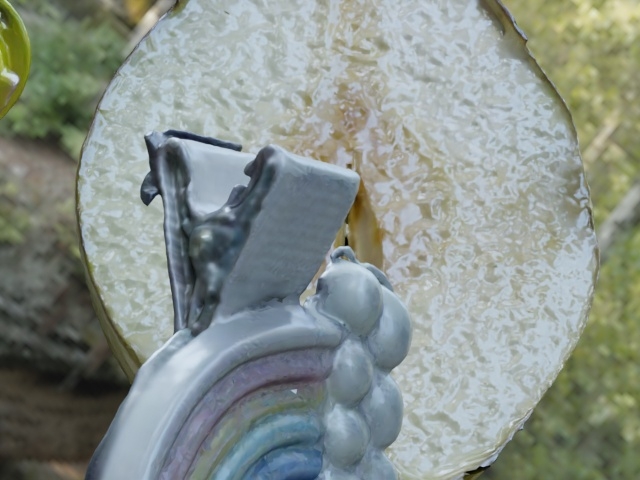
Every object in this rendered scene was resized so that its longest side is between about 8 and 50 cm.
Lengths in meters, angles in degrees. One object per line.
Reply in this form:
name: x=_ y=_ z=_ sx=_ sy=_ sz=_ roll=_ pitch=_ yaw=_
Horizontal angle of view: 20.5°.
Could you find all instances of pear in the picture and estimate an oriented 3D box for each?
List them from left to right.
pear: x=0.000 y=0.000 z=1.192 sx=0.340 sy=0.387 sz=0.191 roll=8 pitch=-22 yaw=-10

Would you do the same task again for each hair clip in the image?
hair clip: x=-0.027 y=0.078 z=0.530 sx=0.054 sy=0.220 sz=0.140 roll=2 pitch=-5 yaw=34

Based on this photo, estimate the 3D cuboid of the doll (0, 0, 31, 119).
doll: x=-0.178 y=-0.092 z=0.773 sx=0.081 sy=0.129 sz=0.207 roll=21 pitch=6 yaw=-29
